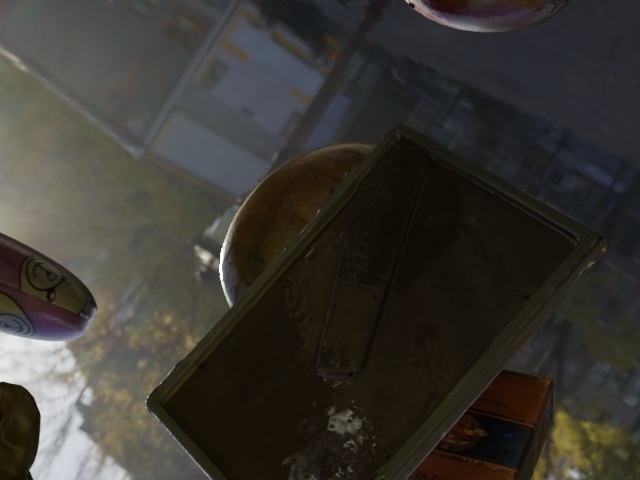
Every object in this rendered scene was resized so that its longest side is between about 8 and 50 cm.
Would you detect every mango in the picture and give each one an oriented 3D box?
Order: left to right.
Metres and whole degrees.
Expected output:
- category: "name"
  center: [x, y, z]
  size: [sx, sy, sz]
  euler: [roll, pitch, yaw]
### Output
- category: "mango"
  center: [-0.005, -0.005, 1.319]
  size: [0.176, 0.176, 0.329]
  euler: [39, -135, 27]

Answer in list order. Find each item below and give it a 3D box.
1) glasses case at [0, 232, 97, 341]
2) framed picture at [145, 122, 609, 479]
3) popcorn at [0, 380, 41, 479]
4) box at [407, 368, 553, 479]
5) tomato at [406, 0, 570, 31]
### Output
- category: "glasses case"
  center: [-0.324, 0.003, 0.874]
  size: [0.316, 0.076, 0.123]
  euler: [22, 171, 0]
- category: "framed picture"
  center: [0.028, 0.066, 0.841]
  size: [0.232, 0.315, 0.024]
  euler: [37, 173, 45]
- category: "popcorn"
  center: [-0.212, 0.183, 0.587]
  size: [0.218, 0.169, 0.189]
  euler: [-164, 58, -87]
- category: "box"
  center: [0.125, 0.211, 1.095]
  size: [0.152, 0.070, 0.237]
  euler: [10, -148, 21]
- category: "tomato"
  center: [0.213, -0.391, 1.325]
  size: [0.238, 0.304, 0.303]
  euler: [17, -175, 4]
